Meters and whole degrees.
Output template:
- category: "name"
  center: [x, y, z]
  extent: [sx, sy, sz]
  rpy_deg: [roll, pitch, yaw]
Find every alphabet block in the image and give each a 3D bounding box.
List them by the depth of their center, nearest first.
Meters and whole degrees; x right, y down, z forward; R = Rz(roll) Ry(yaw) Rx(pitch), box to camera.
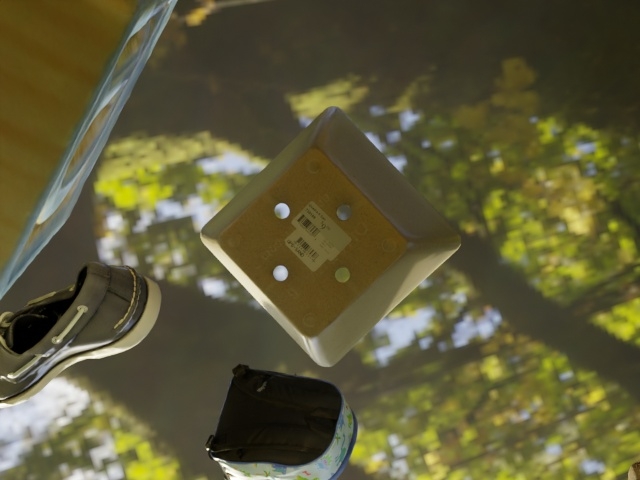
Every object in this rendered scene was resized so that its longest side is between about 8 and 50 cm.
- category: "alphabet block"
  center: [-0.208, -0.108, 0.980]
  extent: [0.197, 0.192, 0.193]
  rpy_deg: [28, -75, -3]

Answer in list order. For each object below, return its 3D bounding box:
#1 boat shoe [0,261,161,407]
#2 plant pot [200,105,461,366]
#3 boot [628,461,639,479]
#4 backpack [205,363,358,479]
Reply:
- category: "boat shoe"
  center: [-0.205, 0.061, 1.261]
  extent: [0.206, 0.065, 0.075]
  rpy_deg: [-23, -130, 35]
- category: "plant pot"
  center: [0.000, 0.000, 0.959]
  extent: [0.109, 0.096, 0.109]
  rpy_deg: [-44, -93, 7]
- category: "boot"
  center: [0.287, 0.183, 1.008]
  extent: [0.305, 0.112, 0.115]
  rpy_deg: [3, -72, 53]
- category: "backpack"
  center: [-0.026, 0.171, 1.564]
  extent: [0.114, 0.105, 0.084]
  rpy_deg: [2, -35, 25]
